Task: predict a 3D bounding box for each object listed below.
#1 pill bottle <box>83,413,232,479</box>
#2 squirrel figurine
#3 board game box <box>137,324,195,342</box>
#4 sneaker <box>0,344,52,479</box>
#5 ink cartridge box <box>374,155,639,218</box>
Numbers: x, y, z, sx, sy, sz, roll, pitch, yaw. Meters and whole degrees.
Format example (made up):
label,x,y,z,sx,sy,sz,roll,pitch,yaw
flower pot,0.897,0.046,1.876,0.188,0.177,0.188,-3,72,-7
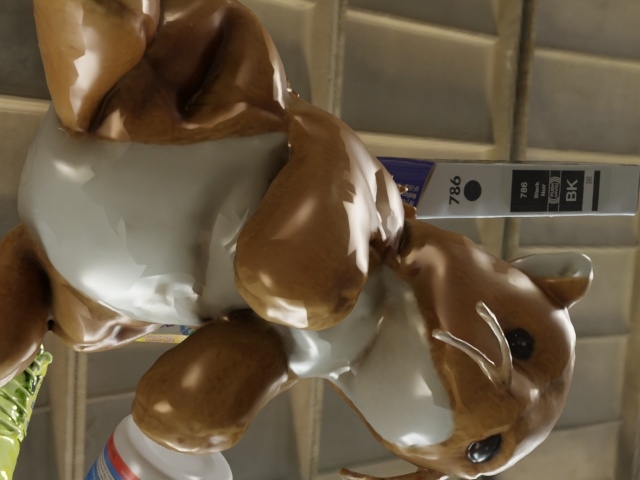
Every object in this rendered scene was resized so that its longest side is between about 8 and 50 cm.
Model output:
label,x,y,z,sx,sy,sz,roll,pitch,yaw
pill bottle,-0.190,0.287,0.678,0.124,0.124,0.221,29,-83,-41
squirrel figurine,0.000,0.000,0.530,0.371,0.397,0.281,24,-74,-3
board game box,-0.256,0.145,1.403,0.124,0.260,0.039,-72,-28,-42
sneaker,-0.429,0.190,0.911,0.147,0.384,0.145,-45,-58,2
ink cartridge box,0.173,-0.062,0.807,0.333,0.165,0.065,-3,-81,-22
